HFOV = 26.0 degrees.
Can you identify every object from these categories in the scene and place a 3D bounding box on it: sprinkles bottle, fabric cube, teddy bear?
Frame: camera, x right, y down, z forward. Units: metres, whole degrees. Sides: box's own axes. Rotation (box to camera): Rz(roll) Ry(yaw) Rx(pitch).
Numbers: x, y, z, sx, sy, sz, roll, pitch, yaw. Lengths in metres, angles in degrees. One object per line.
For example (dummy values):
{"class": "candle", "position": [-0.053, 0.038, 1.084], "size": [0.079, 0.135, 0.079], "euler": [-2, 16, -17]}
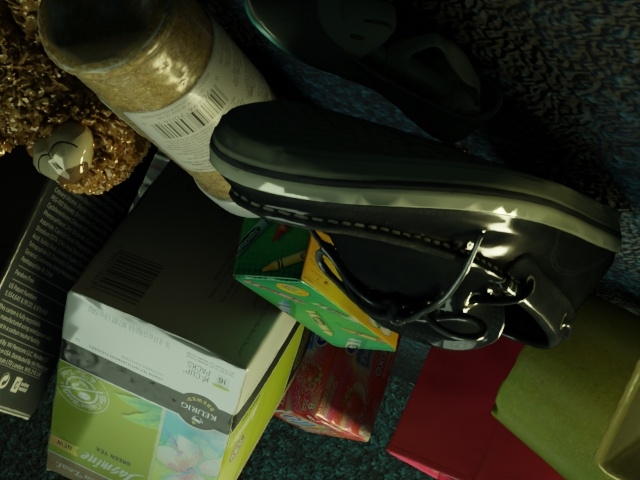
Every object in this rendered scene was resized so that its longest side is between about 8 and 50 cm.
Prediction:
{"class": "sprinkles bottle", "position": [-0.112, -0.130, 1.218], "size": [0.121, 0.121, 0.355], "euler": [20, 170, 24]}
{"class": "fabric cube", "position": [0.280, 0.228, 1.844], "size": [0.259, 0.258, 0.254], "euler": [20, 169, 26]}
{"class": "teddy bear", "position": [-0.308, -0.157, 1.280], "size": [0.338, 0.245, 0.113], "euler": [55, -171, -22]}

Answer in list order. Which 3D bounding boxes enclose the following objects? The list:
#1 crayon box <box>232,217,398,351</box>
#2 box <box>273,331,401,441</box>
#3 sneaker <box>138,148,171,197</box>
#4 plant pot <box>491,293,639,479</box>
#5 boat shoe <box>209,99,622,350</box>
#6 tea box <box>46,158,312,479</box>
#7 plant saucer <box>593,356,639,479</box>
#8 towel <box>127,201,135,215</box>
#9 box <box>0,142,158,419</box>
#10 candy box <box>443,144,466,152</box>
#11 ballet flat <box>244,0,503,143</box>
{"class": "crayon box", "position": [0.013, 0.005, 1.488], "size": [0.081, 0.165, 0.278], "euler": [3, 162, 25]}
{"class": "box", "position": [0.024, 0.138, 1.942], "size": [0.128, 0.256, 0.123], "euler": [3, 158, 45]}
{"class": "sneaker", "position": [-0.187, -0.050, 1.836], "size": [0.090, 0.115, 0.232], "euler": [22, 167, 25]}
{"class": "plant pot", "position": [0.345, 0.191, 1.573], "size": [0.254, 0.276, 0.276], "euler": [34, 174, 15]}
{"class": "boat shoe", "position": [0.088, 0.004, 1.065], "size": [0.187, 0.156, 0.500], "euler": [22, -176, 32]}
{"class": "tea box", "position": [-0.144, 0.109, 1.643], "size": [0.220, 0.329, 0.323], "euler": [23, 132, 8]}
{"class": "plant saucer", "position": [0.446, 0.166, 1.243], "size": [0.333, 0.081, 0.332], "euler": [26, 141, 14]}
{"class": "towel", "position": [-0.451, -0.084, 2.018], "size": [0.375, 0.090, 0.320], "euler": [13, 168, -5]}
{"class": "box", "position": [-0.393, -0.050, 1.514], "size": [0.294, 0.395, 0.212], "euler": [22, 172, 17]}
{"class": "candy box", "position": [0.117, -0.027, 1.379], "size": [0.159, 0.071, 0.233], "euler": [16, 169, 38]}
{"class": "ballet flat", "position": [0.045, -0.140, 0.985], "size": [0.213, 0.072, 0.068], "euler": [29, 142, -31]}
